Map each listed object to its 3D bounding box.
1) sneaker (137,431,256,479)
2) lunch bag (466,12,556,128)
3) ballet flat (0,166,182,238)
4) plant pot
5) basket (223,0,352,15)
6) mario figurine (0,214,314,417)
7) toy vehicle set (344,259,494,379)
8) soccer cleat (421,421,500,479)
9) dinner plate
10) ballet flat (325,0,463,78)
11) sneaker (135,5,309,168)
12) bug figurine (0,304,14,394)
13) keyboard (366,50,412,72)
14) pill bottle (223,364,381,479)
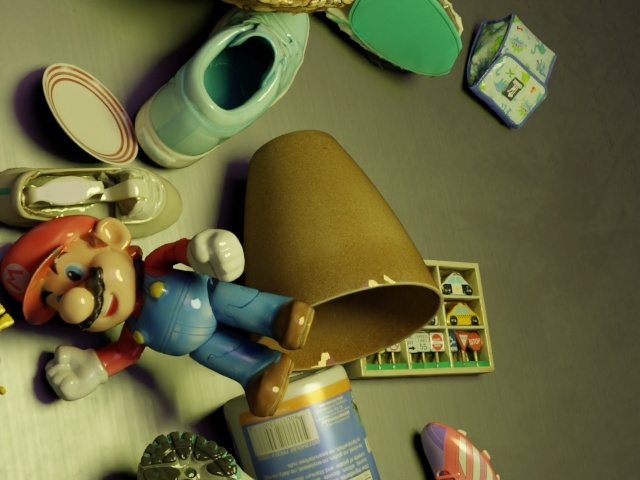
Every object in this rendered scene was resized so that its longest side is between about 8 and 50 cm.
[{"bbox_3d":[-0.071,0.313,1.051,0.283,0.122,0.110,33,46,7],"label":"sneaker"},{"bbox_3d":[0.317,-0.284,1.675,0.129,0.096,0.151,34,69,-30],"label":"lunch bag"},{"bbox_3d":[-0.245,-0.047,1.109,0.248,0.086,0.086,-4,77,-42],"label":"ballet flat"},{"bbox_3d":[0.000,0.000,1.229,0.237,0.237,0.254,6,56,-39],"label":"plant pot"},{"bbox_3d":[-0.094,-0.399,1.229,0.299,0.223,0.213,15,98,-21],"label":"basket"},{"bbox_3d":[-0.178,0.081,1.014,0.320,0.170,0.198,20,71,-1],"label":"mario figurine"},{"bbox_3d":[0.136,0.111,1.409,0.267,0.035,0.166,4,72,-40],"label":"toy vehicle set"},{"bbox_3d":[0.204,0.362,1.351,0.095,0.083,0.248,-41,105,-37],"label":"soccer cleat"},{"bbox_3d":[-0.267,-0.143,1.142,0.141,0.017,0.141,42,28,-29],"label":"dinner plate"},{"bbox_3d":[0.044,-0.391,1.441,0.409,0.147,0.147,28,58,-24],"label":"ballet flat"},{"bbox_3d":[-0.082,-0.227,1.263,0.135,0.150,0.366,48,46,-19],"label":"sneaker"},{"bbox_3d":[-0.433,0.111,0.897,0.279,0.072,0.216,-38,94,-37],"label":"bug figurine"},{"bbox_3d":[0.124,-0.420,1.595,0.201,0.033,0.317,-3,77,-41],"label":"keyboard"},{"bbox_3d":[-0.003,0.294,1.145,0.152,0.152,0.272,-15,85,-43],"label":"pill bottle"}]
